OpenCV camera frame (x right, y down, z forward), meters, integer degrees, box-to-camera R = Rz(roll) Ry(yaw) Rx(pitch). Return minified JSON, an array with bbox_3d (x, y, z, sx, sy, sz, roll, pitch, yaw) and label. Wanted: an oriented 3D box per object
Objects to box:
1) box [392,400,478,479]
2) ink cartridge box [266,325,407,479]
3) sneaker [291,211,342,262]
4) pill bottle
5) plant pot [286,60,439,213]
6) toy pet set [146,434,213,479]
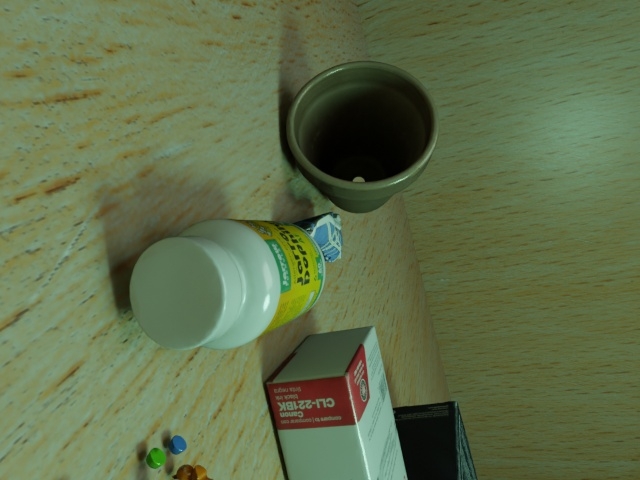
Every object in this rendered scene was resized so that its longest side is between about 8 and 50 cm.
[{"bbox_3d":[0.242,0.564,1.016,0.294,0.182,0.297,-54,129,-68],"label":"box"},{"bbox_3d":[0.037,0.285,0.666,0.197,0.114,0.273,-25,102,-73],"label":"ink cartridge box"},{"bbox_3d":[0.000,0.000,0.780,0.211,0.080,0.081,-12,87,-71],"label":"sneaker"},{"bbox_3d":[-0.078,0.037,0.456,0.208,0.117,0.118,-4,83,-72],"label":"pill bottle"},{"bbox_3d":[0.076,-0.160,0.902,0.229,0.262,0.263,84,2,-67],"label":"plant pot"},{"bbox_3d":[-0.123,0.225,0.342,0.114,0.065,0.122,46,9,14],"label":"toy pet set"}]
